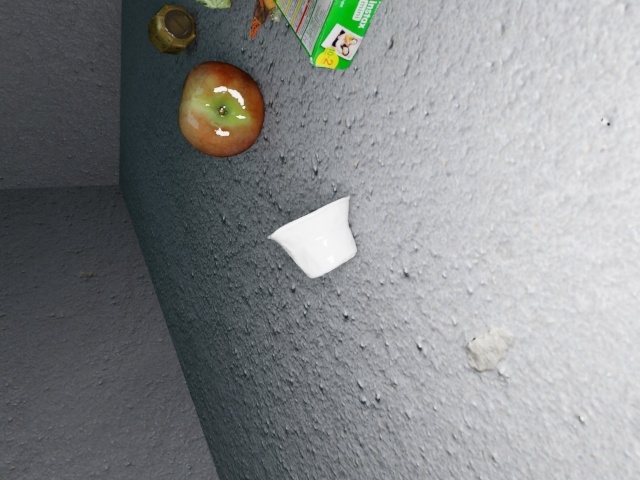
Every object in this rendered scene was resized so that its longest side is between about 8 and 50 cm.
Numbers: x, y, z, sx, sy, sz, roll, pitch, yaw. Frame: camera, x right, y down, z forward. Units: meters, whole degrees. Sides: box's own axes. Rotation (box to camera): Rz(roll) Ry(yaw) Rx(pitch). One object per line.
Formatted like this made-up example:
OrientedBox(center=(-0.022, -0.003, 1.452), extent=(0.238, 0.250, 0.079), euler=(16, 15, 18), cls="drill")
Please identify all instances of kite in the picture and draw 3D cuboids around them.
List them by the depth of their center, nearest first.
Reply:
OrientedBox(center=(-0.154, -0.633, 1.248), extent=(0.222, 0.008, 0.125), euler=(-6, 90, 59), cls="kite")

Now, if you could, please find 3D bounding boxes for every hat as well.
OrientedBox(center=(0.000, 0.000, 0.991), extent=(0.203, 0.203, 0.126), euler=(-27, 91, 57), cls="hat")

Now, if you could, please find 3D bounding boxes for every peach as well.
OrientedBox(center=(-0.268, -0.353, 1.286), extent=(0.252, 0.252, 0.252), euler=(18, 111, 56), cls="peach")

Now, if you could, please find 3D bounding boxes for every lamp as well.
OrientedBox(center=(-0.548, -0.772, 1.731), extent=(0.185, 0.161, 0.161), euler=(8, 103, 57), cls="lamp")

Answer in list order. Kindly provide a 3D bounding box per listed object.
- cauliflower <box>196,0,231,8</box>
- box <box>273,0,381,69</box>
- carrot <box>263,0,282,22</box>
OrientedBox(center=(-0.333, -0.764, 1.332), extent=(0.250, 0.272, 0.275), euler=(75, -175, -59), cls="cauliflower")
OrientedBox(center=(0.005, -0.478, 0.930), extent=(0.250, 0.103, 0.180), euler=(64, 144, 26), cls="box")
OrientedBox(center=(-0.108, -0.687, 1.110), extent=(0.069, 0.069, 0.336), euler=(7, 99, 58), cls="carrot")
